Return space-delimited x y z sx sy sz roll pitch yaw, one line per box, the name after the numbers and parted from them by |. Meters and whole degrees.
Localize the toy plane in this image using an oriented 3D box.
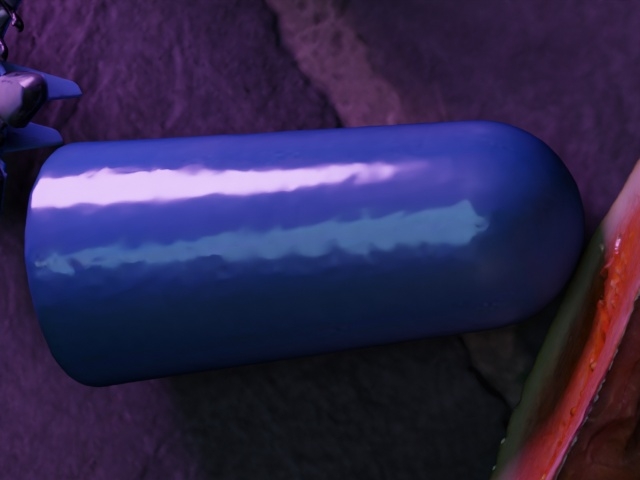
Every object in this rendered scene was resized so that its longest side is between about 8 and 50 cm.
-0.233 -0.132 1.008 0.246 0.078 0.169 48 134 19 | toy plane

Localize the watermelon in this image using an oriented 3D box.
0.141 0.072 0.826 0.128 0.159 0.303 34 103 51 | watermelon

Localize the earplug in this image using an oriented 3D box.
0.000 0.000 0.886 0.272 0.132 0.132 -6 86 19 | earplug
